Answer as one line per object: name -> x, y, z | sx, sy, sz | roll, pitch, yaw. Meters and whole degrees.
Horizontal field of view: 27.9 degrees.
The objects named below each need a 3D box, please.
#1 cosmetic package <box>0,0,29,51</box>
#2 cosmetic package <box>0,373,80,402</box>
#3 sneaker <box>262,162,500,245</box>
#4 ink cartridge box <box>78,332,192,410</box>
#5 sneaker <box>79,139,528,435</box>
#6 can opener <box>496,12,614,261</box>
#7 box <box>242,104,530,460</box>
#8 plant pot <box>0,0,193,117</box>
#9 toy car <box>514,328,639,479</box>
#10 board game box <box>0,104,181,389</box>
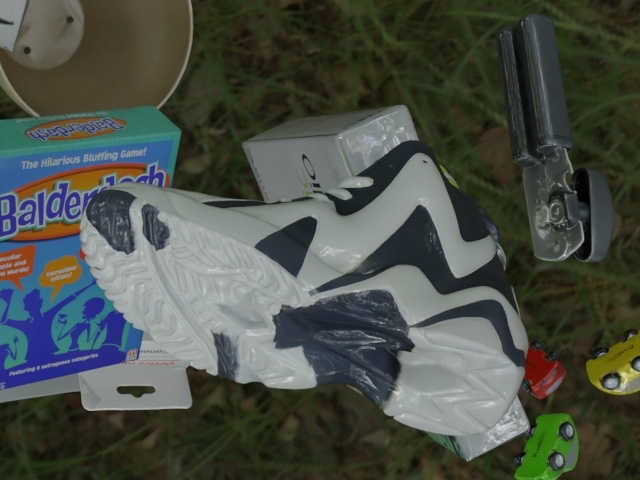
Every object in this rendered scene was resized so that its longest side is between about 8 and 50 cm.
cosmetic package -> -0.327, -0.284, 1.276 | 0.099, 0.060, 0.239 | 16, 152, -14
cosmetic package -> -0.343, 0.047, 1.355 | 0.138, 0.224, 0.225 | 4, 88, 17
sneaker -> 0.054, -0.005, 1.216 | 0.121, 0.300, 0.111 | 33, 127, 39
ink cartridge box -> -0.171, 0.055, 1.198 | 0.067, 0.115, 0.198 | -44, 51, 51
sneaker -> 0.000, 0.000, 0.689 | 0.235, 0.153, 0.094 | 15, 127, 0
can opener -> 0.264, -0.111, 1.443 | 0.076, 0.095, 0.283 | -27, 64, 53
box -> 0.034, 0.020, 0.968 | 0.058, 0.322, 0.232 | -23, 98, -10
plant pot -> -0.339, -0.290, 1.725 | 0.191, 0.284, 0.284 | 15, 115, 54
toy car -> 0.297, 0.210, 1.563 | 0.239, 0.225, 0.053 | -13, 128, 47
board game box -> -0.197, 0.008, 0.954 | 0.047, 0.160, 0.210 | 41, 129, 40
